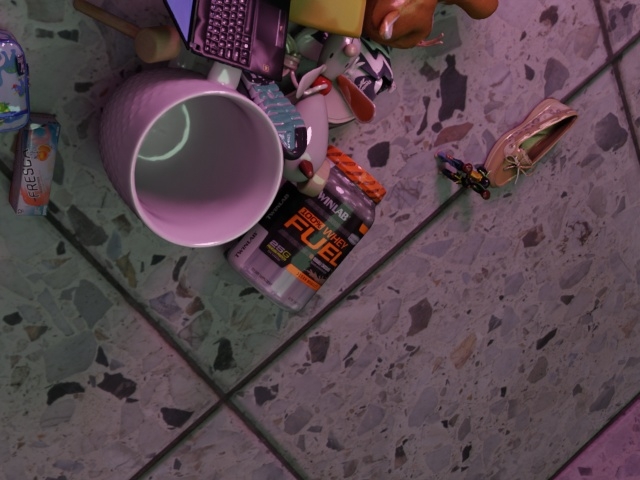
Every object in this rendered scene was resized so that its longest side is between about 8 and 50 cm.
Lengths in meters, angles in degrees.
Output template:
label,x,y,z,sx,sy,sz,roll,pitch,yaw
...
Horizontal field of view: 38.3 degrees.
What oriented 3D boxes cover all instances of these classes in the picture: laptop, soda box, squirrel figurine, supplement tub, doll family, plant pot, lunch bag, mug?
label,x,y,z,sx,sy,sz,roll,pitch,yaw
laptop,-0.138,-0.417,1.476,0.264,0.136,0.235,14,72,-28
soda box,-0.523,-0.138,1.682,0.058,0.063,0.183,0,116,-34
squirrel figurine,0.198,-0.569,1.800,0.370,0.281,0.397,-38,142,9
supplement tub,-0.025,-0.027,1.990,0.338,0.207,0.207,-51,132,1
doll family,0.354,-0.158,2.234,0.193,0.111,0.076,16,107,-39
plant pot,-0.033,-0.509,1.714,0.187,0.212,0.212,-3,118,-21
lunch bag,-0.601,-0.257,1.545,0.218,0.090,0.176,-11,124,-28
mug,-0.240,-0.216,1.645,0.276,0.328,0.374,14,104,-33

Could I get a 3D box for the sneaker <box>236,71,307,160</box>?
label,x,y,z,sx,sy,sz,roll,pitch,yaw
sneaker,-0.099,-0.224,1.707,0.083,0.224,0.098,-9,151,-36

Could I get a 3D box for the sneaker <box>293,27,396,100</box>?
label,x,y,z,sx,sy,sz,roll,pitch,yaw
sneaker,0.060,-0.352,1.880,0.234,0.153,0.094,10,138,-41

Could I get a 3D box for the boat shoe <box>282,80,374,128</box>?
label,x,y,z,sx,sy,sz,roll,pitch,yaw
boat shoe,-0.044,-0.266,1.929,0.335,0.095,0.112,-22,91,-26

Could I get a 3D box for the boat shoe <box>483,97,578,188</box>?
label,x,y,z,sx,sy,sz,roll,pitch,yaw
boat shoe,0.522,-0.238,2.315,0.285,0.089,0.104,-49,132,0

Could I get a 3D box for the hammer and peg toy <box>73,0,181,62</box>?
label,x,y,z,sx,sy,sz,roll,pitch,yaw
hammer and peg toy,-0.339,-0.471,1.476,0.127,0.265,0.362,-31,130,-53

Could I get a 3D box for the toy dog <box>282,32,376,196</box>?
label,x,y,z,sx,sy,sz,roll,pitch,yaw
toy dog,-0.008,-0.239,1.769,0.220,0.161,0.334,-1,106,-23
